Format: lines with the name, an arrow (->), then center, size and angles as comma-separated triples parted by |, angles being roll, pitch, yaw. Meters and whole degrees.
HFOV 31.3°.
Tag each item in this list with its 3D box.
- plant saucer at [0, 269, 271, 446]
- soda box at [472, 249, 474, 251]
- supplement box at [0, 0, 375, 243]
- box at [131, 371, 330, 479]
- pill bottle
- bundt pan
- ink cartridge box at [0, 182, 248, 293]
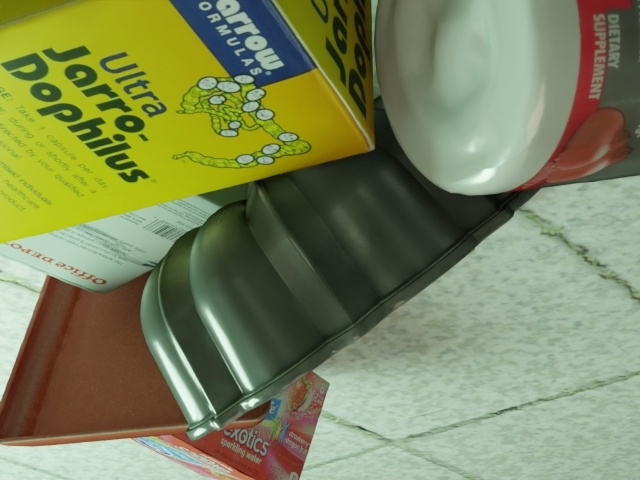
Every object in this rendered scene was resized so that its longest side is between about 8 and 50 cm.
plant saucer -> -0.153, 0.091, 1.076 | 0.259, 0.258, 0.047 | -6, 131, 12
soda box -> 0.056, -0.028, 1.069 | 0.181, 0.058, 0.061 | 19, 145, -29
supplement box -> -0.163, -0.144, 0.739 | 0.356, 0.194, 0.195 | -12, 147, 21
box -> -0.137, 0.167, 1.285 | 0.142, 0.154, 0.300 | 5, 158, 36
pill bottle -> 0.210, -0.130, 0.726 | 0.318, 0.176, 0.176 | -8, 155, -27
bundt pan -> 0.000, 0.000, 0.853 | 0.124, 0.331, 0.331 | 54, 135, 0
ink cartridge box -> -0.187, -0.043, 1.017 | 0.208, 0.087, 0.153 | -26, 141, 36
